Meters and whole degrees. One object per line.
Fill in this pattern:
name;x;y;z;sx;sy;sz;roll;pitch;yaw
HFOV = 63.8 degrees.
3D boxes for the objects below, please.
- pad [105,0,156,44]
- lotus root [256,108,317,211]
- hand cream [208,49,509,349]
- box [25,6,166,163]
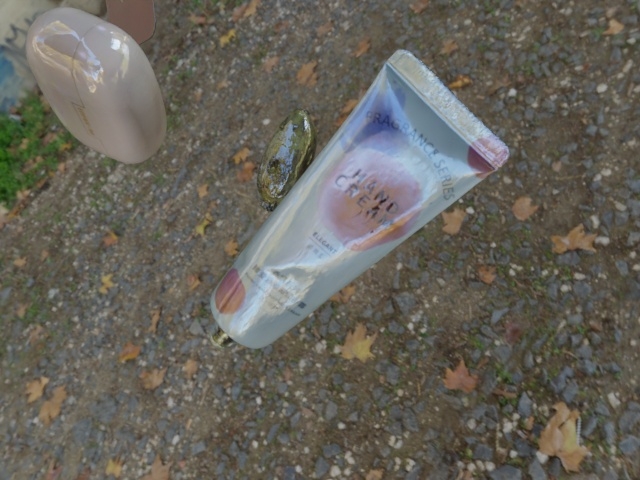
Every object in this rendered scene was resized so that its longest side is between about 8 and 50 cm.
pad;-0.324;-0.456;0.844;0.181;0.004;0.268;5;104;47
lotus root;-0.052;-0.131;0.848;0.089;0.080;0.180;-73;6;-87
hand cream;0.000;0.000;0.470;0.340;0.124;0.078;-45;8;28
box;-0.257;-0.174;0.606;0.145;0.200;0.088;24;65;7
